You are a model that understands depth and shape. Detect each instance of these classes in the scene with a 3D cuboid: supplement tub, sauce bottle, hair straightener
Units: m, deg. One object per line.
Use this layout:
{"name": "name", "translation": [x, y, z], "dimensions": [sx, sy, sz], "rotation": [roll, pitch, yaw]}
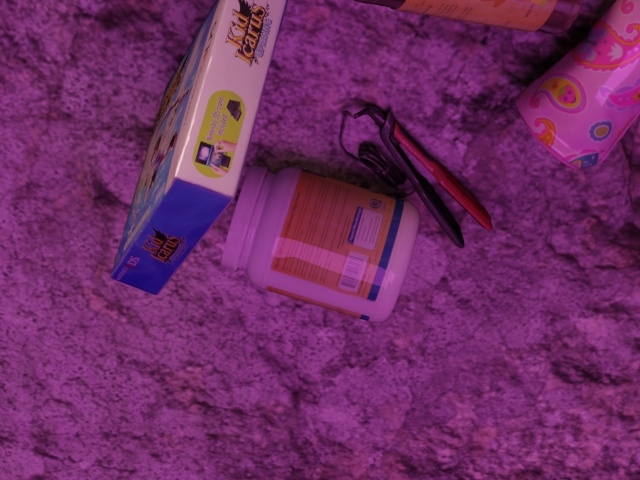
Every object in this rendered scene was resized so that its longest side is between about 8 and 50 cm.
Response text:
{"name": "supplement tub", "translation": [0.000, 0.000, 1.440], "dimensions": [0.200, 0.144, 0.144], "rotation": [17, 124, -1]}
{"name": "sauce bottle", "translation": [0.093, -0.276, 1.248], "dimensions": [0.344, 0.111, 0.111], "rotation": [4, 126, -19]}
{"name": "hair straightener", "translation": [0.096, -0.068, 1.465], "dimensions": [0.089, 0.047, 0.230], "rotation": [-37, 119, 22]}

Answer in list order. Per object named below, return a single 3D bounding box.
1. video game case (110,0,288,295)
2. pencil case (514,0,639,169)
{"name": "video game case", "translation": [-0.123, -0.104, 1.251], "dimensions": [0.061, 0.244, 0.269], "rotation": [21, 153, -14]}
{"name": "pencil case", "translation": [0.338, -0.201, 1.334], "dimensions": [0.124, 0.124, 0.284], "rotation": [34, 117, -23]}
